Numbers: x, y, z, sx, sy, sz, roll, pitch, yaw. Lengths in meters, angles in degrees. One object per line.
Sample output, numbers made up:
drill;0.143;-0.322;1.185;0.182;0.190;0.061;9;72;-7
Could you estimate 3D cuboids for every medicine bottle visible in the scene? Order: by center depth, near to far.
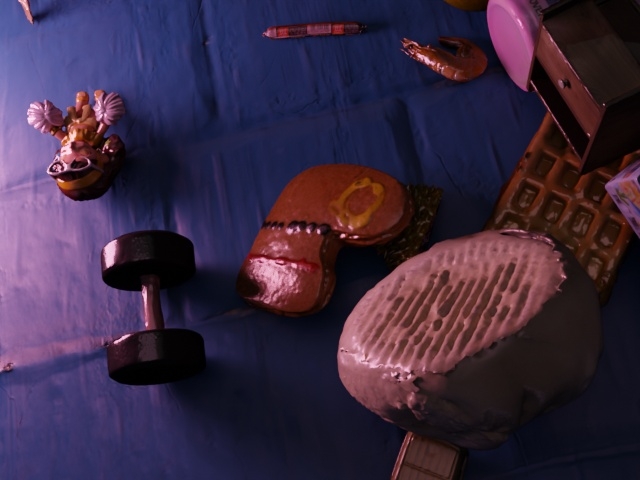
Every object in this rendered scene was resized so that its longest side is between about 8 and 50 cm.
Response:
medicine bottle;0.442;-0.383;1.293;0.290;0.178;0.178;-25;68;0

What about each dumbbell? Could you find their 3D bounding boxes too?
dumbbell;-0.266;0.109;1.238;0.152;0.152;0.218;-12;69;5

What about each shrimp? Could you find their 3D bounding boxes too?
shrimp;0.221;-0.337;1.384;0.162;0.045;0.095;30;77;20

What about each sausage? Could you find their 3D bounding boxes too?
sausage;-0.012;-0.390;1.452;0.198;0.025;0.029;-2;84;9

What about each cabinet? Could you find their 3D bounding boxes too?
cabinet;0.403;-0.232;1.121;0.148;0.215;0.175;-25;69;-1

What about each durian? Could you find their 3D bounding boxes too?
durian;0.124;-0.028;1.245;0.108;0.119;0.187;18;75;11

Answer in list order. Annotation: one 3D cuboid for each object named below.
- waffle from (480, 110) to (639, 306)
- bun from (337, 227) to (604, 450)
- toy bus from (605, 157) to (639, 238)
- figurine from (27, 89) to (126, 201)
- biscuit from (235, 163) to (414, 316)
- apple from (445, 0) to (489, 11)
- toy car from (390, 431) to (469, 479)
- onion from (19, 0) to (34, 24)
waffle;0.405;-0.076;1.232;0.224;0.098;0.328;26;77;18
bun;0.213;0.145;1.075;0.359;0.211;0.360;-21;25;10
toy bus;0.538;0.023;1.095;0.109;0.136;0.330;-36;94;-10
figurine;-0.420;-0.181;1.393;0.174;0.116;0.240;-9;63;4
biscuit;-0.001;-0.001;1.231;0.262;0.052;0.277;17;73;45
apple;0.279;-0.506;1.379;0.196;0.157;0.197;-5;72;16
toy car;0.125;0.393;1.084;0.101;0.124;0.257;17;72;16
onion;-0.478;-0.601;1.436;0.358;0.358;0.345;30;80;18
